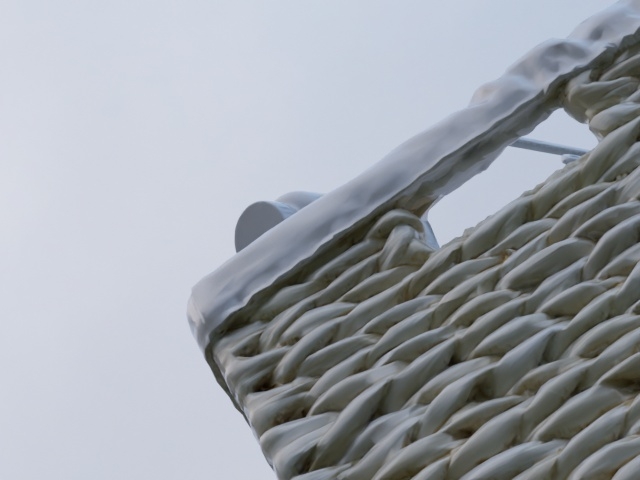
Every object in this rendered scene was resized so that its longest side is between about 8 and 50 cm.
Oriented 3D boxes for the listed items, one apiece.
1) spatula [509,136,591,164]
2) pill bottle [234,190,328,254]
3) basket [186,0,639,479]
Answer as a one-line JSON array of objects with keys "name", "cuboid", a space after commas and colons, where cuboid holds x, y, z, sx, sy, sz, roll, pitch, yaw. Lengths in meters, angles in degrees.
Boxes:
[{"name": "spatula", "cuboid": [0.239, -0.036, 0.943, 0.242, 0.168, 0.019, 6, -77, -32]}, {"name": "pill bottle", "cuboid": [0.000, 0.000, 0.945, 0.116, 0.065, 0.065, 4, -45, -48]}, {"name": "basket", "cuboid": [0.169, 0.104, 0.672, 0.328, 0.266, 0.331, -33, -55, -2]}]
